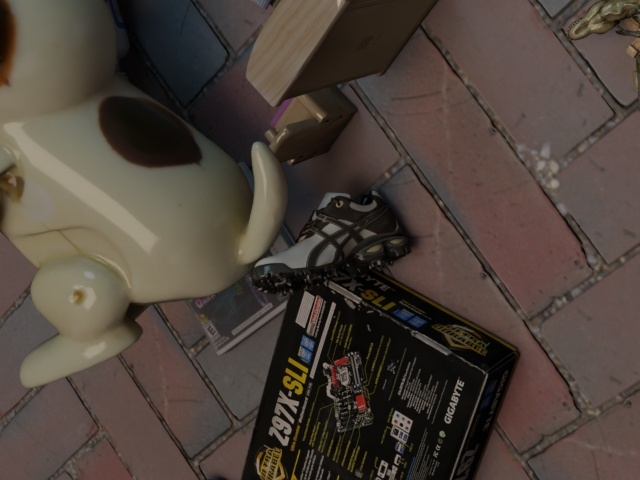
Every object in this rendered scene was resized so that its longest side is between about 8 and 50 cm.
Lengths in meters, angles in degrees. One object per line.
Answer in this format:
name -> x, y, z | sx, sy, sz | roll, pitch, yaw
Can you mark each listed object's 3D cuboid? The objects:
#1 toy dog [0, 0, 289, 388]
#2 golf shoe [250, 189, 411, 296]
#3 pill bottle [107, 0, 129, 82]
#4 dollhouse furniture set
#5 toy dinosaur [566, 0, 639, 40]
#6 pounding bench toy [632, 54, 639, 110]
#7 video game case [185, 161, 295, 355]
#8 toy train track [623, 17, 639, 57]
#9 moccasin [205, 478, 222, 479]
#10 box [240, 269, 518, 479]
toy dog -> -0.265, -0.097, 1.360 | 0.395, 0.284, 0.408 | -18, 108, 46
golf shoe -> 0.000, 0.000, 1.364 | 0.077, 0.198, 0.094 | -29, 79, 50
pill bottle -> -0.301, -0.263, 1.540 | 0.124, 0.124, 0.221 | -13, 95, 38
dollhouse furniture set -> -0.076, -0.271, 1.326 | 0.303, 0.198, 0.286 | 48, 126, 15
toy dinosaur -> 0.327, -0.192, 1.095 | 0.268, 0.118, 0.064 | 9, 103, 30
pounding bench toy -> 0.322, -0.145, 1.171 | 0.065, 0.083, 0.052 | -6, 106, 5
video game case -> -0.108, 0.025, 1.558 | 0.190, 0.022, 0.173 | -37, 81, 38
toy train track -> 0.307, -0.202, 1.184 | 0.048, 0.014, 0.083 | 44, 125, 17
moccasin -> -0.076, 0.460, 1.614 | 0.342, 0.117, 0.138 | 42, 125, 18
box -> 0.057, 0.206, 1.461 | 0.257, 0.079, 0.322 | 30, 120, 28
